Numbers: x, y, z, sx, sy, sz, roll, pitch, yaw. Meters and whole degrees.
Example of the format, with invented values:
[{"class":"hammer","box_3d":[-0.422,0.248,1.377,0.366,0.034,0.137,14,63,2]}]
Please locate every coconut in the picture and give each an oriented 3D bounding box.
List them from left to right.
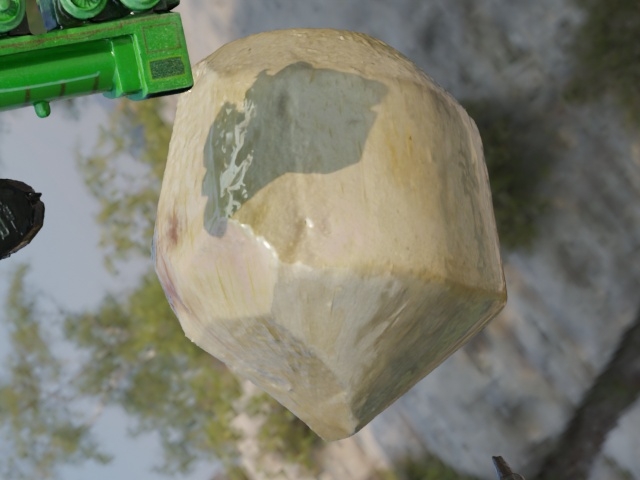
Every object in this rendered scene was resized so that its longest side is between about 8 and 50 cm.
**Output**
[{"class":"coconut","box_3d":[0.000,0.000,1.569,0.415,0.345,0.415,25,-121,-51]}]

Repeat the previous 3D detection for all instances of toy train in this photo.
[{"class":"toy train","box_3d":[-0.222,-0.155,1.223,0.085,0.251,0.119,3,106,62]}]

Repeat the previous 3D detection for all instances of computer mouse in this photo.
[{"class":"computer mouse","box_3d":[-0.406,-0.012,1.822,0.099,0.172,0.057,62,167,-6]}]

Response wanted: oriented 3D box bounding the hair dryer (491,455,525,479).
[{"class":"hair dryer","box_3d":[0.234,0.315,1.524,0.128,0.070,0.255,34,-156,-41]}]
